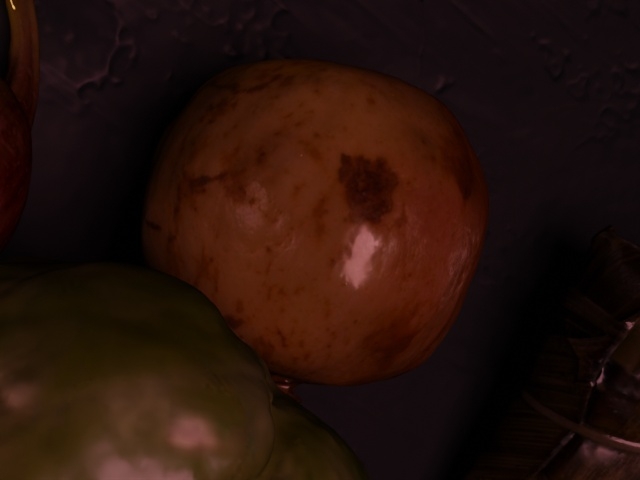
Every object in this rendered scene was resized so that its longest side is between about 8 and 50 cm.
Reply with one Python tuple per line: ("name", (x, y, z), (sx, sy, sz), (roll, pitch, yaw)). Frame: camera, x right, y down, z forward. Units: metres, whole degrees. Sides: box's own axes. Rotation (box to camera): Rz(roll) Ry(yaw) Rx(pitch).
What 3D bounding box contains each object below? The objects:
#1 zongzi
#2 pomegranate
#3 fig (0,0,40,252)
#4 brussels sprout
("zongzi", (0.231, 0.169, 1.147), (0.286, 0.134, 0.288), (27, 103, -30))
("pomegranate", (0.000, 0.000, 0.952), (0.215, 0.215, 0.215), (-5, 103, -22))
("fig", (-0.220, -0.053, 0.887), (0.207, 0.175, 0.175), (-22, 110, -39))
("brussels sprout", (-0.127, 0.136, 0.859), (0.273, 0.316, 0.243), (34, 67, -55))
